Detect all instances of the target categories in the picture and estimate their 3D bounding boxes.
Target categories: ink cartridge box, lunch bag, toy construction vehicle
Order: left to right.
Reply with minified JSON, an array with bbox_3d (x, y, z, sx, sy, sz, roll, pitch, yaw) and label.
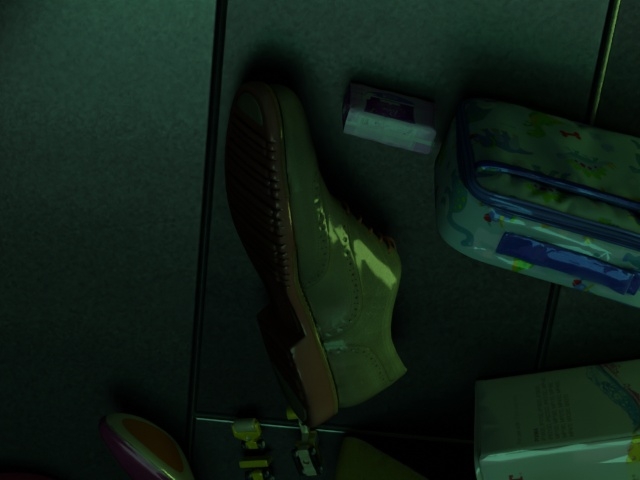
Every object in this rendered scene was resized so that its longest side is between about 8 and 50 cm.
[{"bbox_3d":[-0.042,0.208,1.886,0.086,0.035,0.098,-9,122,21],"label":"toy construction vehicle"},{"bbox_3d":[0.210,-0.033,1.618,0.219,0.176,0.090,16,124,-8],"label":"lunch bag"},{"bbox_3d":[0.314,0.235,1.827,0.306,0.131,0.226,-7,123,9],"label":"ink cartridge box"}]

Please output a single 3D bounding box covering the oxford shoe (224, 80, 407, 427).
[{"bbox_3d":[0.000,0.000,1.709,0.130,0.123,0.348,-21,124,-16],"label":"oxford shoe"}]

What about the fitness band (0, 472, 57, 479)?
[{"bbox_3d":[-0.321,0.363,1.988,0.209,0.054,0.291,-4,126,5],"label":"fitness band"}]

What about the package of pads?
[{"bbox_3d":[0.060,-0.107,1.648,0.083,0.050,0.032,13,124,-8],"label":"package of pads"}]

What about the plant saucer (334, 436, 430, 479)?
[{"bbox_3d":[0.136,0.391,1.843,0.081,0.333,0.333,-35,128,-27],"label":"plant saucer"}]

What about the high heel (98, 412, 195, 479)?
[{"bbox_3d":[-0.166,0.268,1.901,0.117,0.082,0.244,-37,129,14],"label":"high heel"}]
